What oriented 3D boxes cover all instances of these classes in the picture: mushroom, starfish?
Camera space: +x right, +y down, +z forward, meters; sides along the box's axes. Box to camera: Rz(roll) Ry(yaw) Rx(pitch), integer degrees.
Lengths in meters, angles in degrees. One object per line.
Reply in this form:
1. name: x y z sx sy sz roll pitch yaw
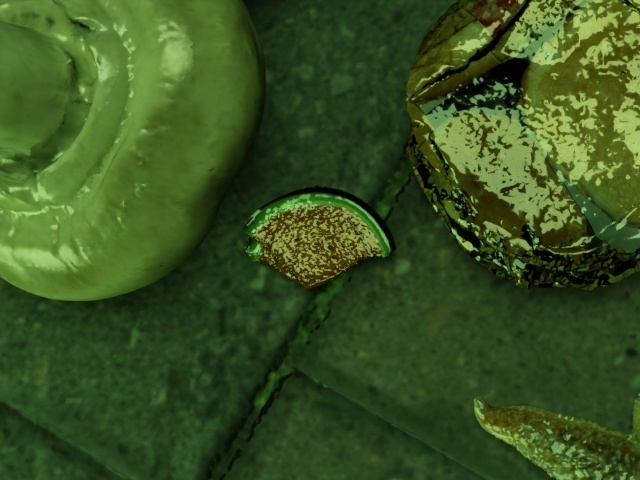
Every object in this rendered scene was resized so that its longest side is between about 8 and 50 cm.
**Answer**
1. mushroom: -0.167 -0.094 1.256 0.254 0.234 0.260 -25 78 25
2. starfish: 0.237 0.189 1.241 0.295 0.048 0.231 8 65 6

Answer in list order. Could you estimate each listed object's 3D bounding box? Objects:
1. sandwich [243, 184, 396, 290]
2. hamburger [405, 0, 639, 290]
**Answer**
1. sandwich: -0.004 -0.002 1.334 0.101 0.026 0.069 -23 78 5
2. hamburger: 0.168 -0.080 1.291 0.231 0.107 0.231 -1 75 3
